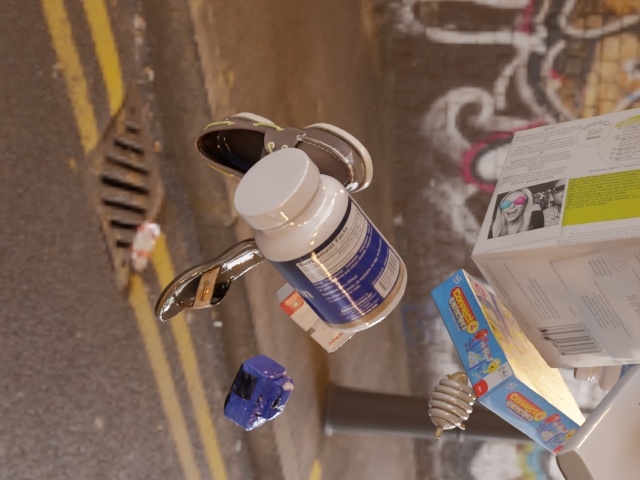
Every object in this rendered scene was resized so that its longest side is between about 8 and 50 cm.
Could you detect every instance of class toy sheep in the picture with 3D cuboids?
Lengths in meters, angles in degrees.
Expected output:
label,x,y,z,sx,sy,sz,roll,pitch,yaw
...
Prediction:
label,x,y,z,sx,sy,sz,roll,pitch,yaw
toy sheep,0.239,0.303,2.031,0.091,0.091,0.132,63,44,-65

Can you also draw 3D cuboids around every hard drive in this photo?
label,x,y,z,sx,sy,sz,roll,pitch,yaw
hard drive,0.489,0.352,1.686,0.353,0.047,0.233,-26,87,-55

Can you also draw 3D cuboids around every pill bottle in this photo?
label,x,y,z,sx,sy,sz,roll,pitch,yaw
pill bottle,0.000,0.000,1.587,0.265,0.153,0.153,50,38,-35
pill bottle,0.607,0.243,2.132,0.124,0.221,0.124,10,90,-83

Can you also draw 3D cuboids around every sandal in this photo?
label,x,y,z,sx,sy,sz,roll,pitch,yaw
sandal,-0.174,0.074,1.816,0.060,0.219,0.090,59,-5,26

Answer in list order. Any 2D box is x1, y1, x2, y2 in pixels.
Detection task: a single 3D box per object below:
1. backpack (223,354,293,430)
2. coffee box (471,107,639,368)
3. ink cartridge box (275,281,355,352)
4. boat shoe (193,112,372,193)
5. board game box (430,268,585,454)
label,x,y,z,sx,sy,sz,roll,pitch,yaw
backpack,-0.113,0.279,1.964,0.120,0.101,0.098,-63,158,12
coffee box,0.534,-0.003,2.010,0.337,0.338,0.334,52,46,-32
ink cartridge box,0.005,0.111,1.899,0.135,0.099,0.056,45,9,-23
boat shoe,-0.063,-0.130,1.722,0.096,0.324,0.117,-21,120,-42
board game box,0.385,0.248,2.232,0.308,0.086,0.302,36,22,-38
